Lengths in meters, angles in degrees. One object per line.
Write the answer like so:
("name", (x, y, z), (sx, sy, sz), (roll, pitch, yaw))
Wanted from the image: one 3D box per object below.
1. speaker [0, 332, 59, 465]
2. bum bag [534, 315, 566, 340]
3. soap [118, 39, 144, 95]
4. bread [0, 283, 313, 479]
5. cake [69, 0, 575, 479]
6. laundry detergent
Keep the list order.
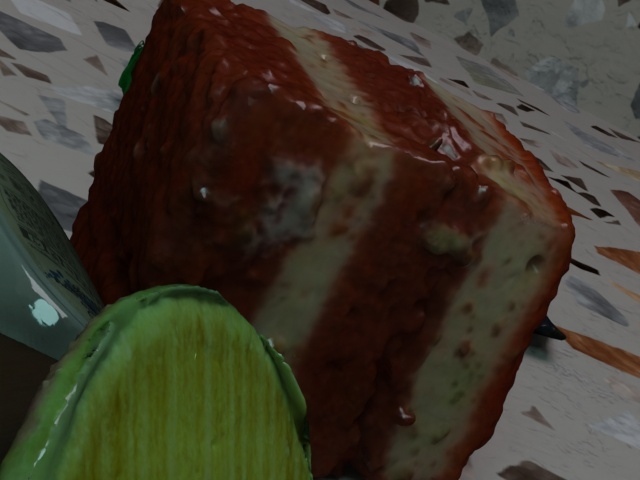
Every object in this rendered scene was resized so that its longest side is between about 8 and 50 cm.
("speaker", (-0.199, 0.132, 0.690), (0.193, 0.153, 0.231), (21, 11, 20))
("bum bag", (0.126, 0.032, 1.545), (0.310, 0.074, 0.137), (22, 6, -27))
("soap", (-0.090, -0.125, 1.652), (0.218, 0.098, 0.273), (10, 24, -39))
("bread", (-0.063, 0.164, 0.694), (0.045, 0.301, 0.301), (-3, 8, 23))
("cake", (0.000, 0.000, 1.166), (0.320, 0.269, 0.270), (17, 20, -22))
("laundry detergent", (-0.167, 0.078, 0.929), (0.280, 0.105, 0.215), (52, -7, 43))
